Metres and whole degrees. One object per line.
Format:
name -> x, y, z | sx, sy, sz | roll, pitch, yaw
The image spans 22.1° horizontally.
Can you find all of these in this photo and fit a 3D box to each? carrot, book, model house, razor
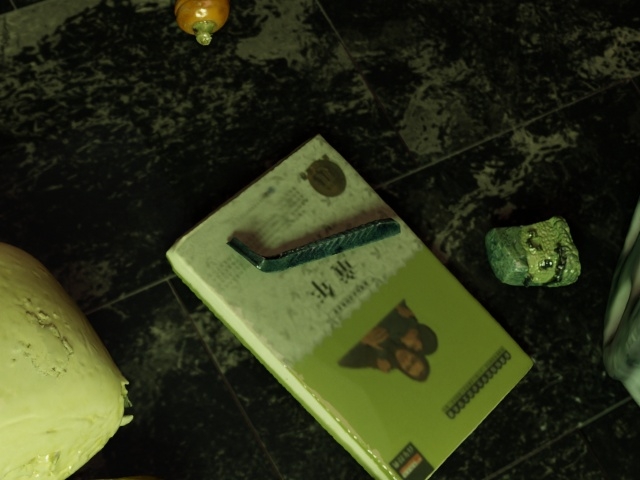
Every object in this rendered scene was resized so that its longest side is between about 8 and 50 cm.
carrot -> -0.124, -0.326, 1.818 | 0.061, 0.061, 0.256 | 13, 59, -16
book -> 0.036, 0.070, 1.707 | 0.352, 0.035, 0.239 | 46, 57, 4
model house -> 0.230, 0.017, 1.791 | 0.083, 0.066, 0.078 | -4, 66, -22
razor -> 0.000, 0.005, 1.690 | 0.190, 0.033, 0.066 | -13, 28, -30

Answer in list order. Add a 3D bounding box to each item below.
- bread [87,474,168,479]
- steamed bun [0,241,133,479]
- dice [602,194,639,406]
bread -> -0.166, 0.258, 1.496 | 0.110, 0.103, 0.156 | -42, 93, -26
steamed bun -> -0.310, 0.116, 1.435 | 0.273, 0.166, 0.232 | -19, 50, -25
dice -> 0.500, 0.027, 1.712 | 0.348, 0.328, 0.330 | 14, 56, -2
